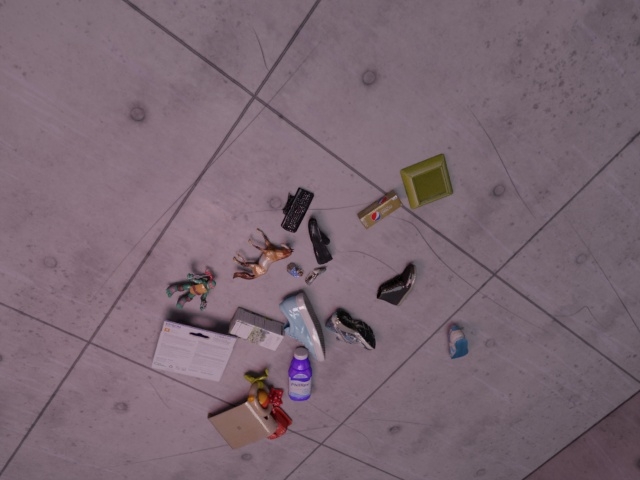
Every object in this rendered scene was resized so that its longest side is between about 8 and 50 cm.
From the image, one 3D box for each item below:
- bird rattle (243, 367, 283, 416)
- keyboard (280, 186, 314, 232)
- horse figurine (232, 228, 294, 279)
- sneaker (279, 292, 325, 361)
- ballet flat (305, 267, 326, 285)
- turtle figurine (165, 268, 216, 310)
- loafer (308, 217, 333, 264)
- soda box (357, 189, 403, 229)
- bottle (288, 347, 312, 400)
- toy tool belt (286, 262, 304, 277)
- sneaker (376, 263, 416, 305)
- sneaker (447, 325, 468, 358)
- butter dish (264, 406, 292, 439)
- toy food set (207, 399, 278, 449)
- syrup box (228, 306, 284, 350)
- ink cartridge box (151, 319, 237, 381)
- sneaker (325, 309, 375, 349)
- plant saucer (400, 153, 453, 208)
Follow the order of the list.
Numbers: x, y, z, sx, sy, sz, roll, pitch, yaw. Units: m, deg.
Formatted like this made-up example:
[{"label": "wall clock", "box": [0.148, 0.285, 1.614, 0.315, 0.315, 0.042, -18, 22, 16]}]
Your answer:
[{"label": "bird rattle", "box": [-0.285, 0.756, 2.055, 0.143, 0.207, 0.253, -16, 110, 14]}, {"label": "keyboard", "box": [-0.105, -0.119, 1.727, 0.100, 0.038, 0.192, 21, 111, -15]}, {"label": "horse figurine", "box": [-0.256, 0.078, 1.793, 0.175, 0.066, 0.263, 37, 105, -15]}, {"label": "sneaker", "box": [-0.084, 0.408, 1.950, 0.150, 0.135, 0.365, -16, 108, 10]}, {"label": "ballet flat", "box": [-0.025, 0.151, 1.871, 0.114, 0.041, 0.041, -43, 113, 13]}, {"label": "turtle figurine", "box": [-0.524, 0.211, 1.799, 0.234, 0.118, 0.175, -18, 103, 20]}, {"label": "loafer", "box": [0.000, 0.000, 1.781, 0.078, 0.076, 0.223, -17, 122, -4]}, {"label": "soda box", "box": [0.243, -0.127, 1.749, 0.181, 0.061, 0.058, -34, 115, 10]}, {"label": "bottle", "box": [-0.099, 0.654, 2.079, 0.118, 0.092, 0.282, 1, 116, -6]}, {"label": "toy tool belt", "box": [-0.109, 0.139, 1.846, 0.083, 0.051, 0.052, 39, 106, -22]}, {"label": "sneaker", "box": [0.341, 0.195, 1.908, 0.118, 0.083, 0.221, 15, 115, -13]}, {"label": "sneaker", "box": [0.676, 0.509, 2.105, 0.088, 0.092, 0.228, -13, 136, -2]}, {"label": "butter dish", "box": [-0.245, 0.972, 2.206, 0.160, 0.118, 0.159, -29, 117, 8]}, {"label": "toy food set", "box": [-0.396, 0.913, 2.152, 0.306, 0.092, 0.219, -29, 102, 19]}, {"label": "syrup box", "box": [-0.287, 0.402, 1.931, 0.237, 0.096, 0.093, 24, 113, -17]}, {"label": "ink cartridge box", "box": [-0.573, 0.491, 1.937, 0.324, 0.071, 0.330, 18, 120, -14]}, {"label": "sneaker", "box": [0.142, 0.435, 2.010, 0.283, 0.110, 0.122, 39, 124, -19]}, {"label": "plant saucer", "box": [0.440, -0.230, 1.729, 0.189, 0.045, 0.188, -21, 117, 4]}]
